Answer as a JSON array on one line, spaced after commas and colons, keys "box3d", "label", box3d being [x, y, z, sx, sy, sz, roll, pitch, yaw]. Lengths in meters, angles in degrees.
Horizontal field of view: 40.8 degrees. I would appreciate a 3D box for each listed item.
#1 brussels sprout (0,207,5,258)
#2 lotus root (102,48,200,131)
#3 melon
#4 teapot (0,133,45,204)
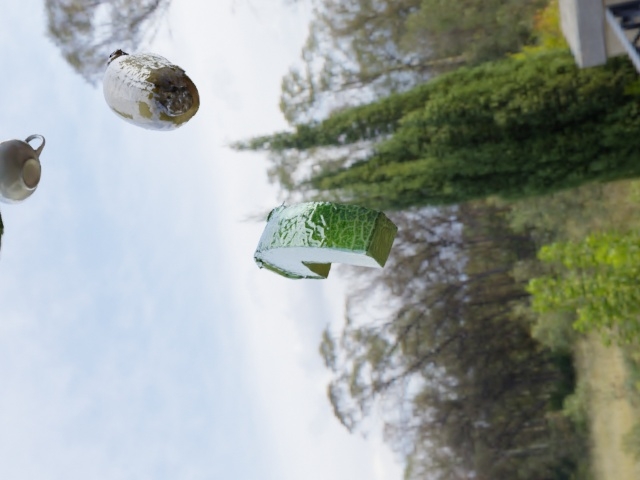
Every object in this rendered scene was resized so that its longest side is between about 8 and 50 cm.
[{"box3d": [-0.732, -0.023, 1.526, 0.371, 0.276, 0.315, 55, -165, 9], "label": "brussels sprout"}, {"box3d": [-0.324, -0.282, 1.642, 0.303, 0.146, 0.131, 33, 129, 46], "label": "lotus root"}, {"box3d": [0.000, 0.000, 0.890, 0.118, 0.209, 0.064, 24, -107, -35], "label": "melon"}, {"box3d": [-0.664, -0.157, 1.887, 0.145, 0.092, 0.226, 80, -156, -44], "label": "teapot"}]
